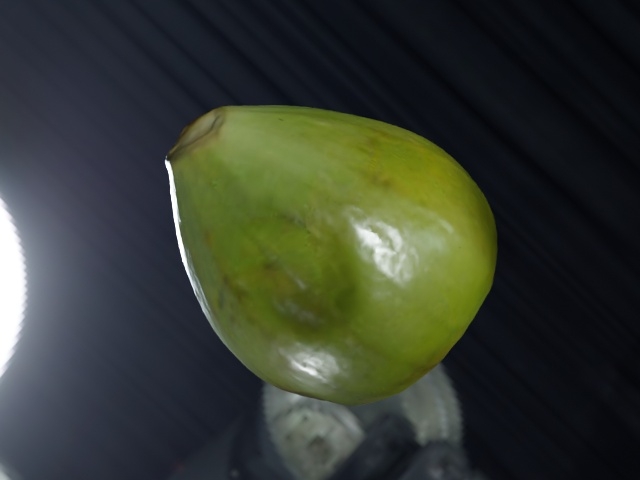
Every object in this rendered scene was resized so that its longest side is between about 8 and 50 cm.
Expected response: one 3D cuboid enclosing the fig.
[{"bbox_3d":[0.000,0.010,1.206,0.207,0.230,0.207,-30,-125,56],"label":"fig"}]
